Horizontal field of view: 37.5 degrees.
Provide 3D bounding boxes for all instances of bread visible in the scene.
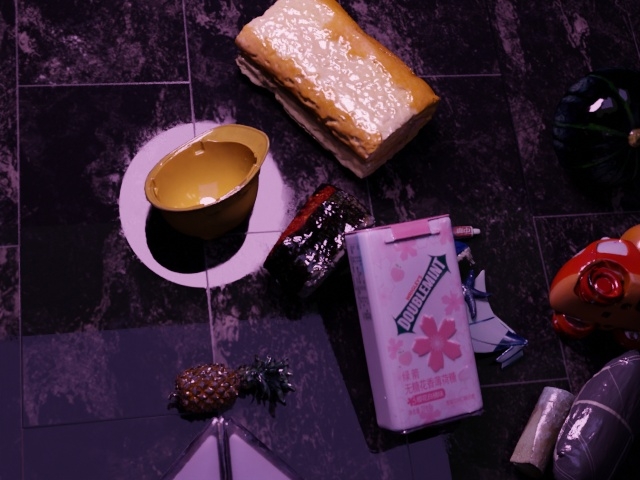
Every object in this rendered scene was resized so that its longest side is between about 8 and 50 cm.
[{"bbox_3d":[0.034,-0.327,1.865,0.375,0.165,0.236,42,65,9],"label":"bread"}]

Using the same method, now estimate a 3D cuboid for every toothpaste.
[{"bbox_3d":[0.247,-0.014,1.857,0.140,0.021,0.037,-4,65,-9],"label":"toothpaste"}]

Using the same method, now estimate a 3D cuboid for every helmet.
[{"bbox_3d":[-0.195,-0.087,1.745,0.205,0.140,0.257,19,48,32],"label":"helmet"}]

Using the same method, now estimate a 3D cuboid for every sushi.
[{"bbox_3d":[0.000,0.000,1.748,0.126,0.136,0.225,36,60,2],"label":"sushi"}]

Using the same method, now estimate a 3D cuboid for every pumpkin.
[{"bbox_3d":[0.569,-0.236,1.915,0.248,0.248,0.248,3,68,-9],"label":"pumpkin"}]

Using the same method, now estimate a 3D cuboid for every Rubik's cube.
[{"bbox_3d":[-0.137,0.494,1.443,0.310,0.305,0.307,39,65,9],"label":"Rubik's cube"}]

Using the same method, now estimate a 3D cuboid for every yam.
[{"bbox_3d":[0.407,0.345,1.720,0.068,0.068,0.169,33,66,4],"label":"yam"}]

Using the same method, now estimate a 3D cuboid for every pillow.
[{"bbox_3d":[0.510,0.351,1.704,0.335,0.093,0.161,-51,119,-25],"label":"pillow"}]

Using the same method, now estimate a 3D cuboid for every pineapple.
[{"bbox_3d":[-0.156,0.252,1.642,0.221,0.103,0.083,-8,104,-14],"label":"pineapple"}]

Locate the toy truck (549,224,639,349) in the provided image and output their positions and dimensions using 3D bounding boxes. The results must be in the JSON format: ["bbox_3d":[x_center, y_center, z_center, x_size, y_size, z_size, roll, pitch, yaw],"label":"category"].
[{"bbox_3d":[0.570,0.066,1.801,0.265,0.189,0.239,10,57,-5],"label":"toy truck"}]

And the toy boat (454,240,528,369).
[{"bbox_3d":[0.269,0.108,1.792,0.292,0.070,0.210,20,71,-6],"label":"toy boat"}]

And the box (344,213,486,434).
[{"bbox_3d":[0.166,0.149,1.670,0.190,0.112,0.369,-9,91,-20],"label":"box"}]
